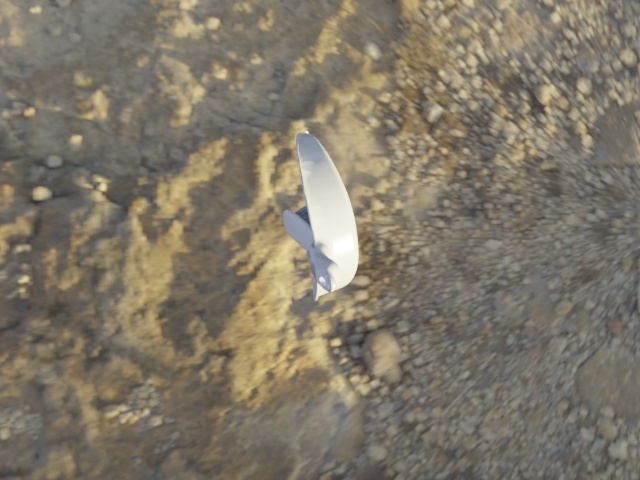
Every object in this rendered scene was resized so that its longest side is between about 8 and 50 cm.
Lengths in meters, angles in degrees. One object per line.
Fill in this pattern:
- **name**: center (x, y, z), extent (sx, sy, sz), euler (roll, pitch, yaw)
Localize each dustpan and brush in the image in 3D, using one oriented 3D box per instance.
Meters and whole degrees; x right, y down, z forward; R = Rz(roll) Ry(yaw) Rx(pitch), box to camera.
- **dustpan and brush**: center (0.000, 0.000, 1.120), extent (0.060, 0.211, 0.147), euler (-12, 110, -15)
